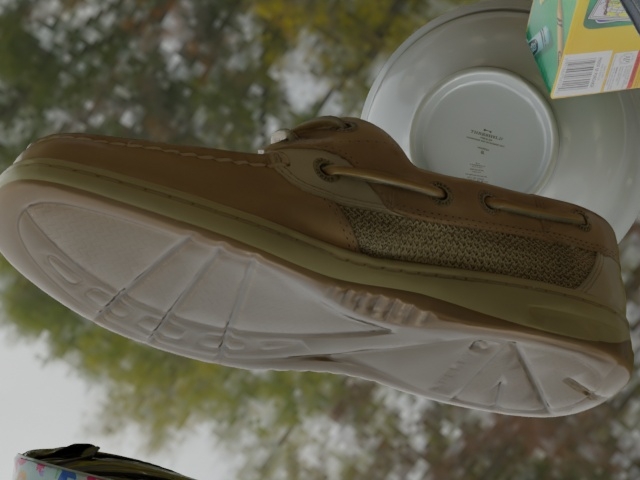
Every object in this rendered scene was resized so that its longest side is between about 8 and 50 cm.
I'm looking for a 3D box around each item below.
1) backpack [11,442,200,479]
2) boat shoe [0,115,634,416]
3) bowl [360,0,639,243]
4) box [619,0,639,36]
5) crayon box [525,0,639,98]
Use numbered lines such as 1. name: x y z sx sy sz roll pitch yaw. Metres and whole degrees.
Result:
1. backpack: -0.172 0.284 1.670 0.253 0.191 0.225 28 167 -31
2. boat shoe: 0.000 0.000 0.935 0.341 0.121 0.110 16 -122 -22
3. bowl: 0.165 -0.091 1.763 0.298 0.298 0.134 39 -171 12
4. box: 0.232 -0.177 0.860 0.143 0.165 0.270 59 -153 -6
5. crayon box: 0.278 -0.243 1.510 0.165 0.278 0.081 -8 -126 -12
